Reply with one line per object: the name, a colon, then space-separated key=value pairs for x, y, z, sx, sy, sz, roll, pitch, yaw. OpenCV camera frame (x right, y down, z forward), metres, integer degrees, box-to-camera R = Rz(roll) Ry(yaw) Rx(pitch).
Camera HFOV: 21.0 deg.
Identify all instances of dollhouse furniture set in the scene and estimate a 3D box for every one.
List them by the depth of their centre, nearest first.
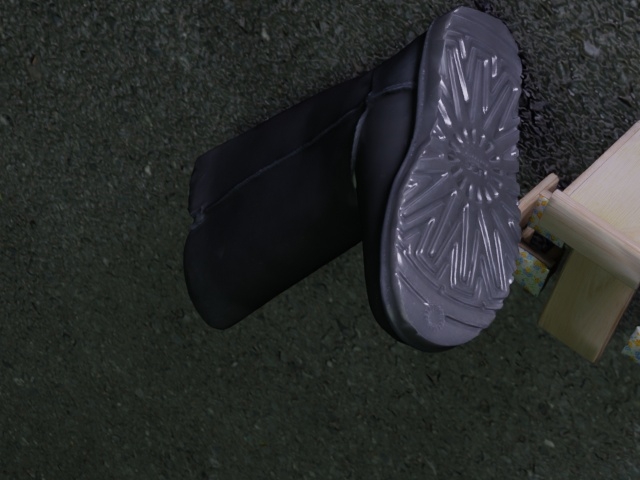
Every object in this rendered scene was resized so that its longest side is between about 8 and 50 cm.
dollhouse furniture set: x=0.266 y=0.031 z=1.655 sx=0.212 sy=0.161 sz=0.242 roll=35 pitch=137 yaw=17

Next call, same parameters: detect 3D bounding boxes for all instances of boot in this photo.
boot: x=0.001 y=-0.002 z=1.743 sx=0.146 sy=0.367 sz=0.445 roll=34 pitch=143 yaw=-28
